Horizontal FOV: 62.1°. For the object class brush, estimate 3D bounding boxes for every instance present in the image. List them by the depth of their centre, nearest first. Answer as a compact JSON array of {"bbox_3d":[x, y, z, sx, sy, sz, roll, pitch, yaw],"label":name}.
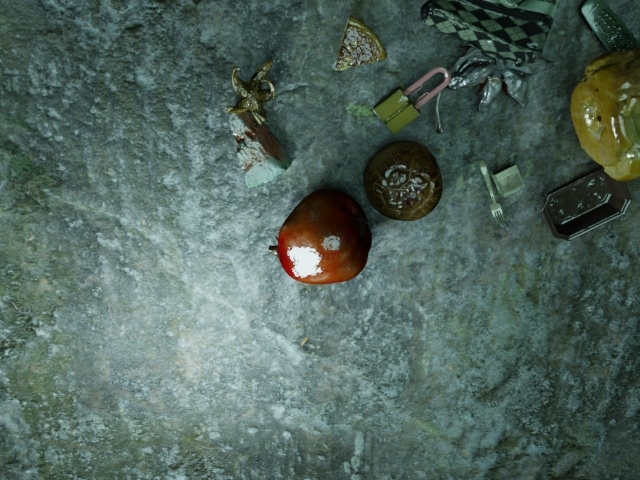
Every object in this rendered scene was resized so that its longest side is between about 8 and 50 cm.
[{"bbox_3d":[0.271,-0.415,1.529,0.233,0.047,0.103,-35,110,30],"label":"brush"}]

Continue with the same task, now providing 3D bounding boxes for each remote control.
[{"bbox_3d":[0.802,-0.582,1.476,0.222,0.042,0.072,40,109,-16],"label":"remote control"}]

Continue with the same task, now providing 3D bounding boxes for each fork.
[{"bbox_3d":[0.536,-0.154,1.680,0.034,0.028,0.220,-20,108,18],"label":"fork"}]

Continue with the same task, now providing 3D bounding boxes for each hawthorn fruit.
[{"bbox_3d":[0.015,0.004,1.628,0.295,0.295,0.311,36,110,-13],"label":"hawthorn fruit"}]

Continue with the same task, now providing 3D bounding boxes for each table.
[{"bbox_3d":[0.575,-0.192,1.638,0.079,0.062,0.083,-27,110,12],"label":"table"}]

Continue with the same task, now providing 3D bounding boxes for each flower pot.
[{"bbox_3d":[0.811,-0.123,1.652,0.250,0.084,0.179,-28,109,11],"label":"flower pot"}]

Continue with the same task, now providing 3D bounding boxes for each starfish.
[{"bbox_3d":[-0.198,-0.437,1.531,0.146,0.074,0.190,21,90,-23],"label":"starfish"}]

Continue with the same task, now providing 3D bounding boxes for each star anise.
[{"bbox_3d":[0.489,-0.467,1.479,0.315,0.139,0.360,6,110,8],"label":"star anise"}]

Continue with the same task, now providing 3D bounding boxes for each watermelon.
[{"bbox_3d":[-0.199,-0.287,1.611,0.154,0.094,0.241,-27,107,6],"label":"watermelon"}]

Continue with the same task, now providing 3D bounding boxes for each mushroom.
[{"bbox_3d":[0.250,-0.175,1.611,0.253,0.153,0.253,5,116,10],"label":"mushroom"}]

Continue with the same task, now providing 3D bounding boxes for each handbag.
[{"bbox_3d":[0.448,-0.681,1.312,0.316,0.180,0.416,17,92,-6],"label":"handbag"}]

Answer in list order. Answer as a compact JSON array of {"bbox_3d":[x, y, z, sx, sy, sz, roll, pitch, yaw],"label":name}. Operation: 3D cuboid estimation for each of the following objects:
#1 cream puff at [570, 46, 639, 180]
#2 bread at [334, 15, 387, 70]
[{"bbox_3d":[0.839,-0.345,1.426,0.231,0.327,0.343,-19,71,5],"label":"cream puff"},{"bbox_3d":[0.099,-0.560,1.495,0.154,0.054,0.136,-16,113,2],"label":"bread"}]
